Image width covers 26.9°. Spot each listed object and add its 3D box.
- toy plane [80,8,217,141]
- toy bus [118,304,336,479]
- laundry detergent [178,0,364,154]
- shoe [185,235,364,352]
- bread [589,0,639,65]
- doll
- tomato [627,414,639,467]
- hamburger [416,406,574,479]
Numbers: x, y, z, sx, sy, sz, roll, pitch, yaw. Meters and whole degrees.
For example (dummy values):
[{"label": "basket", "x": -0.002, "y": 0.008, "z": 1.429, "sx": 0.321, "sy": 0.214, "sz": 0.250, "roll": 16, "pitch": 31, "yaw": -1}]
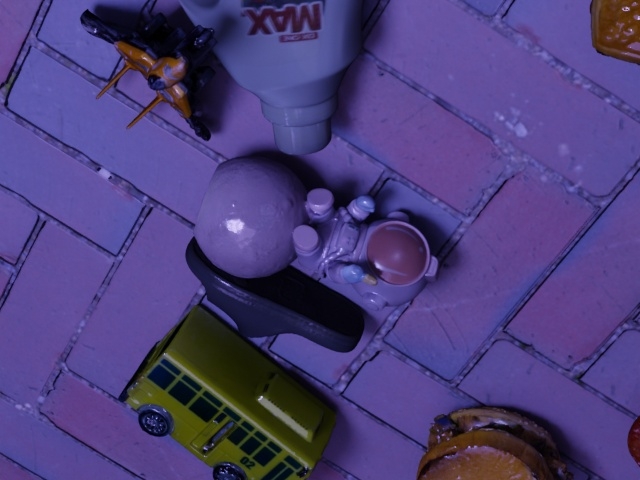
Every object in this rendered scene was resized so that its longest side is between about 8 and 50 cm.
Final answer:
[{"label": "toy plane", "x": -0.162, "y": -0.188, "z": 1.426, "sx": 0.204, "sy": 0.103, "sz": 0.316, "roll": 46, "pitch": 165, "yaw": -13}, {"label": "toy bus", "x": -0.110, "y": 0.220, "z": 1.735, "sx": 0.262, "sy": 0.128, "sz": 0.150, "roll": 39, "pitch": 125, "yaw": -7}, {"label": "laundry detergent", "x": -0.054, "y": -0.279, "z": 1.409, "sx": 0.264, "sy": 0.124, "sz": 0.397, "roll": 4, "pitch": 124, "yaw": 15}, {"label": "shoe", "x": -0.068, "y": 0.083, "z": 1.648, "sx": 0.241, "sy": 0.108, "sz": 0.093, "roll": 27, "pitch": 122, "yaw": -4}, {"label": "bread", "x": 0.377, "y": -0.269, "z": 1.290, "sx": 0.211, "sy": 0.099, "sz": 0.235, "roll": 13, "pitch": 130, "yaw": 12}, {"label": "doll", "x": 0.000, "y": 0.000, "z": 1.562, "sx": 0.287, "sy": 0.151, "sz": 0.151, "roll": 19, "pitch": 125, "yaw": -2}, {"label": "tomato", "x": 0.464, "y": 0.233, "z": 1.583, "sx": 0.166, "sy": 0.082, "sz": 0.174, "roll": 46, "pitch": 128, "yaw": -8}, {"label": "hamburger", "x": 0.221, "y": 0.293, "z": 1.680, "sx": 0.191, "sy": 0.118, "sz": 0.181, "roll": -4, "pitch": 123, "yaw": 24}]
